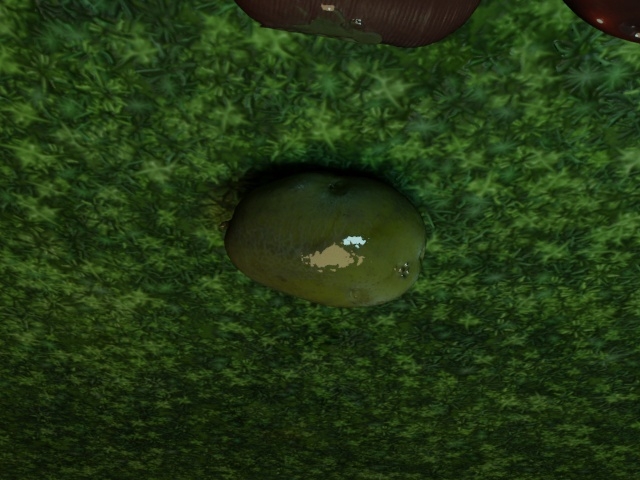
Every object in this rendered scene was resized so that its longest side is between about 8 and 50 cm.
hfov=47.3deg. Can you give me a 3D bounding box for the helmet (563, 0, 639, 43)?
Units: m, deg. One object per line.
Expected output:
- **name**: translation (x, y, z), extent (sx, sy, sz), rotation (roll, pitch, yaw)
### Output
- **helmet**: translation (0.244, -0.230, 0.486), extent (0.193, 0.189, 0.216), rotation (10, 174, 4)

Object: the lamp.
- **lamp**: translation (0.030, -0.234, 0.535), extent (0.258, 0.180, 0.180), rotation (6, 145, -8)

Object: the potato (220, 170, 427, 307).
- **potato**: translation (0.000, 0.000, 0.875), extent (0.251, 0.159, 0.174), rotation (10, 121, 6)
